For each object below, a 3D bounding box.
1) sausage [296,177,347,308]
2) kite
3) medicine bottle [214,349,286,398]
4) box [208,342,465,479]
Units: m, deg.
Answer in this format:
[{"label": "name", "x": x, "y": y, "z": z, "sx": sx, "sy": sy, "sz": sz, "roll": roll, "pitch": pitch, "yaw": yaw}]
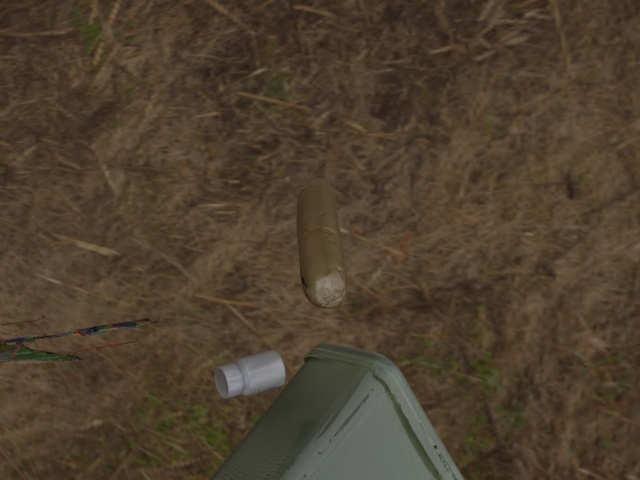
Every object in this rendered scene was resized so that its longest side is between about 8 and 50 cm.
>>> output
[{"label": "sausage", "x": -0.001, "y": -0.002, "z": 1.540, "sx": 0.066, "sy": 0.301, "sz": 0.065, "roll": -2, "pitch": 115, "yaw": -4}, {"label": "kite", "x": -0.247, "y": 0.085, "z": 0.990, "sx": 0.244, "sy": 0.198, "sz": 0.006, "roll": -7, "pitch": 101, "yaw": -46}, {"label": "medicine bottle", "x": -0.094, "y": 0.182, "z": 1.562, "sx": 0.089, "sy": 0.052, "sz": 0.052, "roll": -12, "pitch": 100, "yaw": -29}, {"label": "box", "x": 0.017, "y": 0.391, "z": 1.650, "sx": 0.344, "sy": 0.177, "sz": 0.352, "roll": -47, "pitch": 123, "yaw": -28}]
